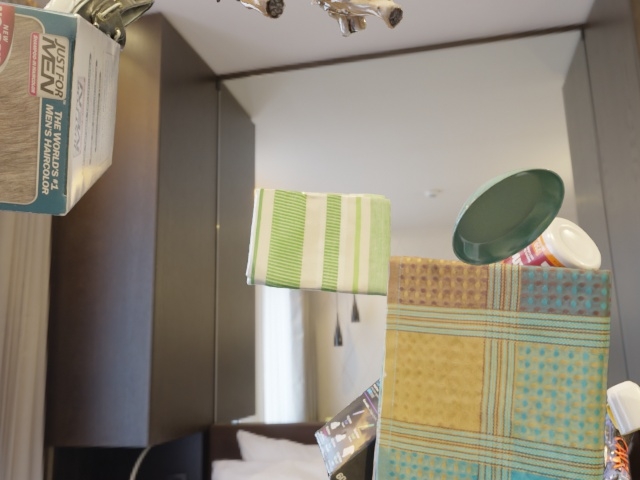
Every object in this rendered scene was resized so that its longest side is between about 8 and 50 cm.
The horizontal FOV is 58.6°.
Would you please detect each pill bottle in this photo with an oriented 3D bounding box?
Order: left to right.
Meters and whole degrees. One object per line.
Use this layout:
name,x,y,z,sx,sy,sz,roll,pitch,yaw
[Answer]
pill bottle,0.280,0.047,0.747,0.086,0.086,0.152,5,-40,-29

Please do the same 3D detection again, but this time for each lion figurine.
lion figurine,-0.022,-0.387,0.828,0.392,0.142,0.240,-5,29,-44

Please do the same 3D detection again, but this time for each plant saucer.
plant saucer,0.175,-0.026,0.544,0.119,0.021,0.119,-14,-43,-14

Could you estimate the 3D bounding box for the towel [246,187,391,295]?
towel,0.000,0.000,1.318,0.324,0.248,0.038,4,-20,0

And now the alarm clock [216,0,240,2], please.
alarm clock,-0.108,-0.506,1.035,0.064,0.129,0.192,39,-40,-28

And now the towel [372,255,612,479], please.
towel,0.199,0.210,0.695,0.271,0.370,0.040,3,0,26

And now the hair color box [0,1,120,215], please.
hair color box,-0.295,-0.149,0.626,0.105,0.174,0.347,5,13,-16

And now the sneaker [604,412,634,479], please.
sneaker,0.494,0.394,0.967,0.083,0.221,0.087,39,-22,-16

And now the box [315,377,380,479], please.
box,0.150,0.295,0.871,0.270,0.165,0.143,-40,11,-3

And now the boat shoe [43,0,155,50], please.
boat shoe,-0.389,-0.383,0.992,0.119,0.335,0.121,41,-41,-22

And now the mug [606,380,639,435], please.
mug,0.445,0.245,0.831,0.062,0.064,0.078,6,-38,-40
